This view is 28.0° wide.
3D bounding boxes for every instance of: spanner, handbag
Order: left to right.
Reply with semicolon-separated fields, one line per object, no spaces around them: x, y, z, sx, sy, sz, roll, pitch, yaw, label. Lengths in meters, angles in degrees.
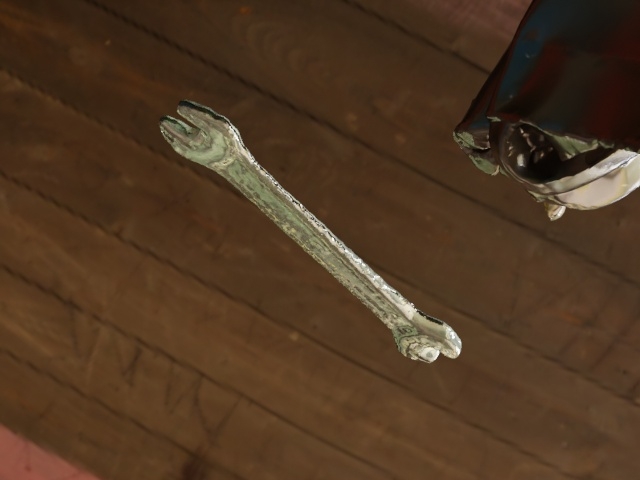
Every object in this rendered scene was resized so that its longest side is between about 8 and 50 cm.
0.000;0.000;0.919;0.302;0.017;0.071;42;-31;-27;spanner
0.194;-0.110;0.530;0.113;0.257;0.285;45;-10;-23;handbag

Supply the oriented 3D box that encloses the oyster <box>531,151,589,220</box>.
0.243;-0.101;0.983;0.214;0.223;0.083;-35;-79;18;oyster
